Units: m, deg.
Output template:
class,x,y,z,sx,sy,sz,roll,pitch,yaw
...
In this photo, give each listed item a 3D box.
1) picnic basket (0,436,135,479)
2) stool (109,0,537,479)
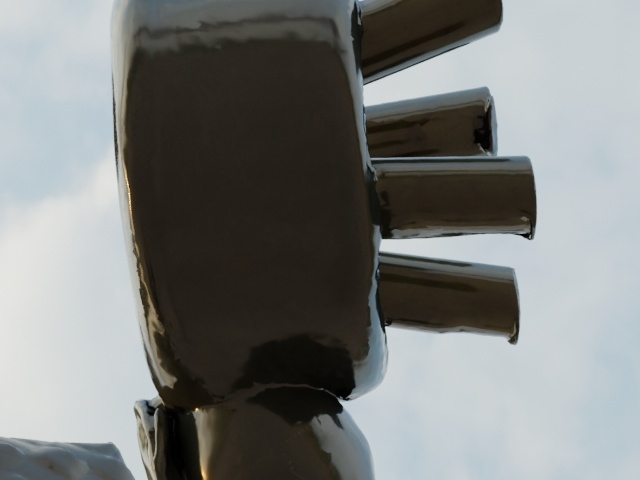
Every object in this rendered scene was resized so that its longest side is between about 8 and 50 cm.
class,x,y,z,sx,sy,sz,roll,pitch,yaw
picnic basket,-0.209,0.277,1.175,0.291,0.321,0.254,11,-58,-38
stool,0.000,0.000,0.684,0.139,0.153,0.228,-5,-75,0
